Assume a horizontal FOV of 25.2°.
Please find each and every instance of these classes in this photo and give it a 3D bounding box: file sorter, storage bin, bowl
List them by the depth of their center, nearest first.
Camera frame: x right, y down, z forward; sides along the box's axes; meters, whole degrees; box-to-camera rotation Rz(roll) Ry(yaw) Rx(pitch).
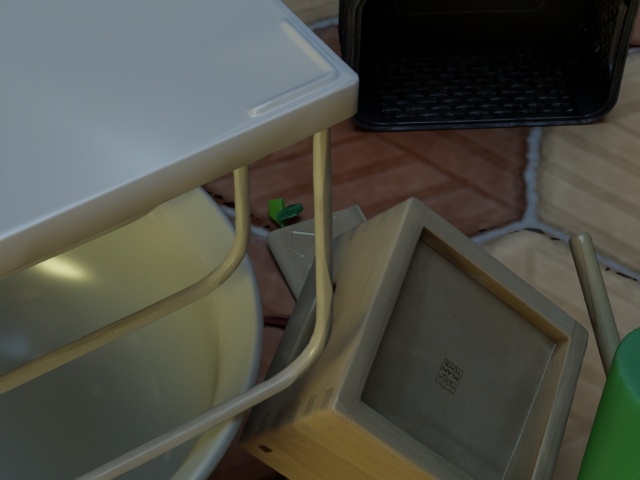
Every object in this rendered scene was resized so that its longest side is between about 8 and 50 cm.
[{"bbox_3d":[-0.141,-0.048,0.624,0.192,0.173,0.278,-26,52,-22],"label":"file sorter"},{"bbox_3d":[-0.174,0.083,0.710,0.297,0.134,0.298,0,47,0],"label":"bowl"},{"bbox_3d":[0.105,-0.146,0.934,0.180,0.122,0.084,-2,48,-3],"label":"storage bin"}]

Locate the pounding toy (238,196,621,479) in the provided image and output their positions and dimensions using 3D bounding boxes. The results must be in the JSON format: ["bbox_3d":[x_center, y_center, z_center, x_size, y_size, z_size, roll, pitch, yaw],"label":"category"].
[{"bbox_3d":[0.085,0.075,0.745,0.206,0.094,0.181,36,54,-20],"label":"pounding toy"}]

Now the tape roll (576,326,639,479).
[{"bbox_3d":[0.272,0.126,0.608,0.321,0.077,0.321,12,16,-4],"label":"tape roll"}]

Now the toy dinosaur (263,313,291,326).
[{"bbox_3d":[0.020,0.062,0.814,0.090,0.047,0.082,-30,57,16],"label":"toy dinosaur"}]

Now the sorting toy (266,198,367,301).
[{"bbox_3d":[0.000,0.000,0.872,0.062,0.012,0.083,-20,54,-13],"label":"sorting toy"}]
